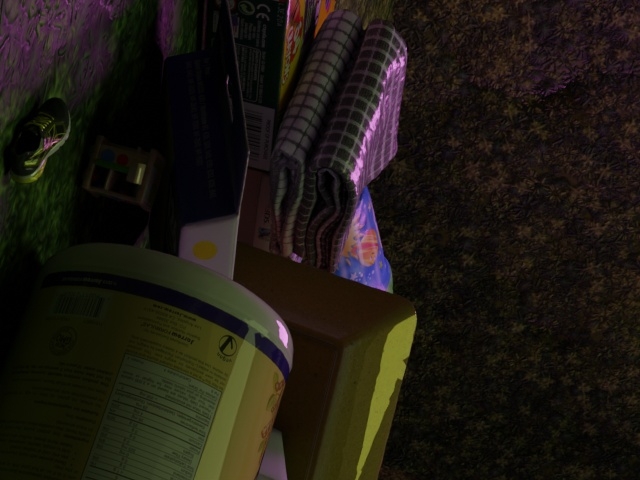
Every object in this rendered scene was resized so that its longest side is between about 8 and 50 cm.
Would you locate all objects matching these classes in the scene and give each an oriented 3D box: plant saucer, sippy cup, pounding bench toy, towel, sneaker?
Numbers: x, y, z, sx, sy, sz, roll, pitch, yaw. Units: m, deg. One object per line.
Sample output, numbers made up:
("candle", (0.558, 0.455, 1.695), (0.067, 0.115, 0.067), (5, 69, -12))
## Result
("plant saucer", (-0.082, 0.184, 1.864), (0.081, 0.333, 0.332), (-12, 118, -64))
("sippy cup", (0.000, 0.000, 2.617), (0.240, 0.305, 0.224), (-35, 138, -32))
("pounding bench toy", (-0.185, -0.065, 1.448), (0.083, 0.065, 0.052), (63, 43, -81))
("towel", (0.021, -0.111, 1.953), (0.283, 0.121, 0.235), (95, 12, -61))
("sneaker", (-0.220, -0.084, 1.250), (0.035, 0.031, 0.083), (94, 12, -56))

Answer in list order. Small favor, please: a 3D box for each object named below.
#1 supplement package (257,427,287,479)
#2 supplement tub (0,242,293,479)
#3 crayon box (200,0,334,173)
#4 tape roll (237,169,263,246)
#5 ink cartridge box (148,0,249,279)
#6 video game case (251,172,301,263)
("supplement package", (-0.150, 0.315, 1.761), (0.244, 0.134, 0.139), (-62, -167, 16))
("supplement tub", (-0.175, 0.195, 1.337), (0.241, 0.241, 0.331), (90, 16, -66))
("crayon box", (-0.049, -0.318, 1.883), (0.363, 0.106, 0.313), (98, 9, -48))
("tape roll", (-0.059, -0.153, 2.337), (0.392, 0.072, 0.392), (15, 90, -83))
("ink cartridge box", (-0.127, -0.047, 1.582), (0.303, 0.072, 0.307), (-101, -166, -52))
("video game case", (-0.040, -0.051, 2.250), (0.329, 0.036, 0.300), (-65, 167, -53))
